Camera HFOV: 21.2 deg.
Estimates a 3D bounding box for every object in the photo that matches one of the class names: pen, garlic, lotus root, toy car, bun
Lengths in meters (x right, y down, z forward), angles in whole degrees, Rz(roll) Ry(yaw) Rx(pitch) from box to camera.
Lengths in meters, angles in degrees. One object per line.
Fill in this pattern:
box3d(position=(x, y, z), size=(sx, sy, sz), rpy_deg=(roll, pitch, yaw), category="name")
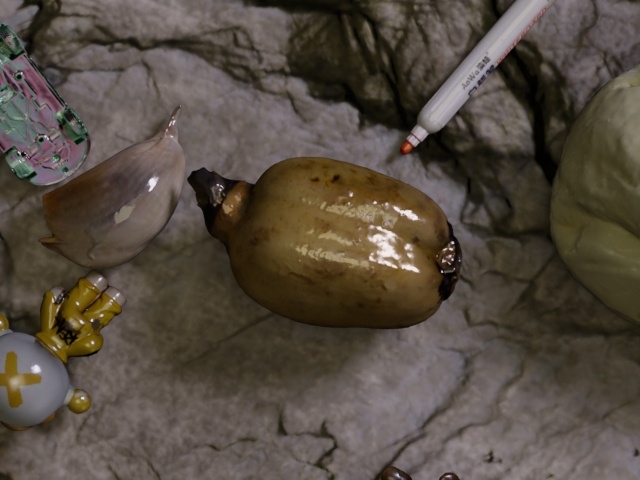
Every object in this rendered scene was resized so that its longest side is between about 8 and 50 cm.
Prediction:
box3d(position=(0.136, -0.151, 1.361), size=(0.026, 0.026, 0.218), rpy_deg=(41, 90, 1), category="pen")
box3d(position=(-0.154, -0.033, 1.345), size=(0.152, 0.066, 0.084), rpy_deg=(-33, 87, 3), category="garlic")
box3d(position=(0.000, 0.000, 1.319), size=(0.220, 0.118, 0.125), rpy_deg=(13, 58, 4), category="lotus root")
box3d(position=(-0.241, -0.109, 1.353), size=(0.069, 0.055, 0.142), rpy_deg=(-36, 110, -1), category="toy car")
box3d(position=(0.311, -0.041, 1.293), size=(0.259, 0.160, 0.259), rpy_deg=(0, 87, 2), category="bun")

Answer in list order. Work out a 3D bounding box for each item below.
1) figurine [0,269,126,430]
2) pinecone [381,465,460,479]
box3d(position=(-0.212, 0.091, 1.349), size=(0.143, 0.068, 0.101), rpy_deg=(-23, 84, -12), category="figurine")
box3d(position=(0.120, 0.301, 1.262), size=(0.244, 0.244, 0.309), rpy_deg=(-44, 77, 0), category="pinecone")
